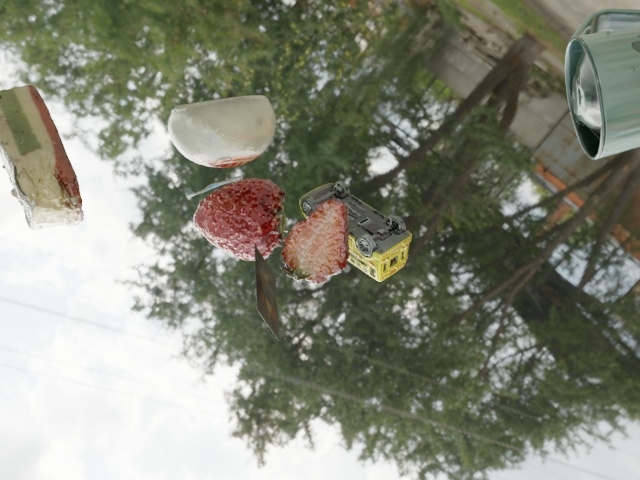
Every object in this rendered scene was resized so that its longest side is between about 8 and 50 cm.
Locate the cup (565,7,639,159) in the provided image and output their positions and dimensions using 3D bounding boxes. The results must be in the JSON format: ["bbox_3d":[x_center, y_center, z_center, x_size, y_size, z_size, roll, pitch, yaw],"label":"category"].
[{"bbox_3d":[0.821,-0.434,1.752,0.310,0.392,0.401,14,-115,-81],"label":"cup"}]

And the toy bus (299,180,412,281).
[{"bbox_3d":[0.090,-0.032,1.953,0.144,0.152,0.330,-31,-131,-31],"label":"toy bus"}]

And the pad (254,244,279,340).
[{"bbox_3d":[-0.132,0.127,1.724,0.143,0.003,0.212,62,-165,-46],"label":"pad"}]

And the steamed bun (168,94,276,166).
[{"bbox_3d":[-0.253,-0.281,1.835,0.282,0.177,0.283,-7,-171,1],"label":"steamed bun"}]

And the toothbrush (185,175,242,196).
[{"bbox_3d":[-0.283,-0.145,1.873,0.162,0.014,0.017,-19,-129,-18],"label":"toothbrush"}]

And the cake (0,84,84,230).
[{"bbox_3d":[-0.399,-0.123,0.973,0.086,0.116,0.221,-18,-87,-30],"label":"cake"}]

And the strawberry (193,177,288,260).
[{"bbox_3d":[-0.236,-0.059,2.071,0.276,0.258,0.257,0,-162,5],"label":"strawberry"}]

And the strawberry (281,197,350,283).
[{"bbox_3d":[0.005,0.005,1.806,0.175,0.236,0.107,50,-166,-7],"label":"strawberry"}]
